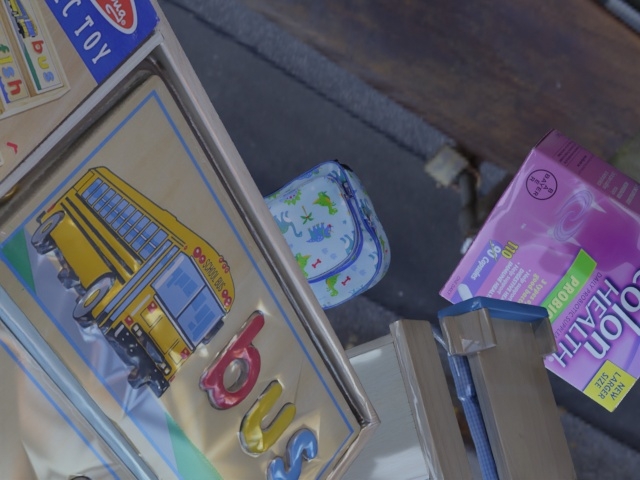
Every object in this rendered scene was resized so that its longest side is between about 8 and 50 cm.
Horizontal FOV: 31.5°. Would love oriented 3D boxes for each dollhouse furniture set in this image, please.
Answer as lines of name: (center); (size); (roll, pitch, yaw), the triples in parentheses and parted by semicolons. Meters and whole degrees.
dollhouse furniture set: (0.104, 0.216, 1.017); (0.198, 0.286, 0.303); (-25, 160, 33)

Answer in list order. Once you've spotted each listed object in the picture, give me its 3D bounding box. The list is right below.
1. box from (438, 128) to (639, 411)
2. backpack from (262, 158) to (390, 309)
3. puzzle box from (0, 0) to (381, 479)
box: (0.300, 0.032, 1.306); (0.243, 0.117, 0.213); (35, 116, 9)
backpack: (0.000, 0.000, 0.978); (0.105, 0.084, 0.114); (-28, 89, 12)
puzzle box: (-0.122, 0.065, 0.534); (0.052, 0.272, 0.409); (18, 148, 39)
